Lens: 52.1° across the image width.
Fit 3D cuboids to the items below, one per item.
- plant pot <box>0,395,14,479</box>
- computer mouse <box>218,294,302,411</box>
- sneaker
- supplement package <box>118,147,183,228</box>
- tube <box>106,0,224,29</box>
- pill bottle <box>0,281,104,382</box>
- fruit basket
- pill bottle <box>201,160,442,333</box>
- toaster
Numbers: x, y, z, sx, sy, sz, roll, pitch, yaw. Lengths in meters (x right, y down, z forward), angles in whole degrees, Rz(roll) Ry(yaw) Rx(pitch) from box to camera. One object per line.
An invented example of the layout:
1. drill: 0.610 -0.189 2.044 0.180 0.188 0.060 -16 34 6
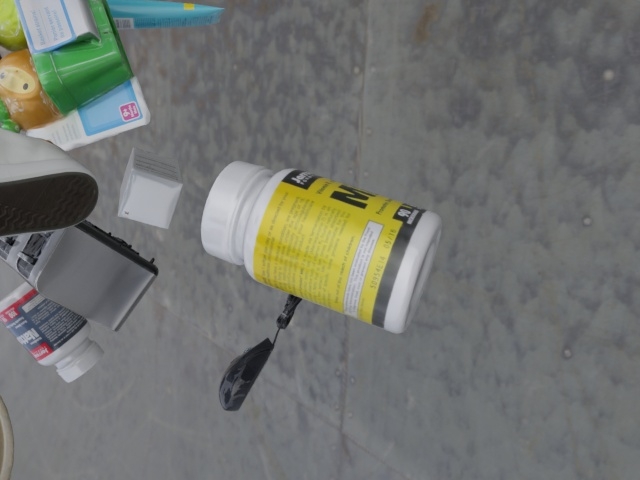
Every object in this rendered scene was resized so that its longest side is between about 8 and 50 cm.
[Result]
1. plant pot: -0.570 0.314 0.741 0.305 0.333 0.334 -52 55 27
2. computer mouse: -0.076 0.131 0.891 0.041 0.242 0.071 29 132 3
3. sneaker: -0.368 -0.054 0.613 0.123 0.290 0.106 40 119 31
4. supplement package: -0.355 -0.112 1.365 0.105 0.105 0.179 -67 21 16
5. tube: -0.271 -0.386 1.122 0.080 0.206 0.052 -151 59 -74
6. pill bottle: -0.464 0.153 1.133 0.108 0.108 0.180 -17 113 53
7. fruit basket: -0.449 -0.250 0.896 0.165 0.352 0.327 111 139 -70
8. pill bottle: 0.000 0.000 0.626 0.208 0.119 0.119 19 115 14
9. toaster: -0.325 0.026 0.878 0.168 0.185 0.110 24 78 43
